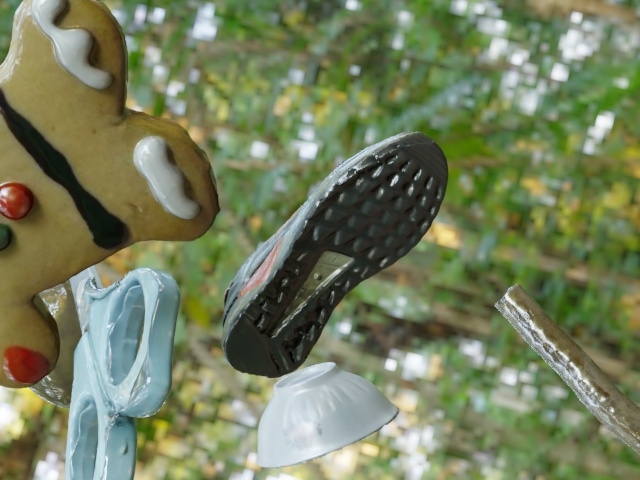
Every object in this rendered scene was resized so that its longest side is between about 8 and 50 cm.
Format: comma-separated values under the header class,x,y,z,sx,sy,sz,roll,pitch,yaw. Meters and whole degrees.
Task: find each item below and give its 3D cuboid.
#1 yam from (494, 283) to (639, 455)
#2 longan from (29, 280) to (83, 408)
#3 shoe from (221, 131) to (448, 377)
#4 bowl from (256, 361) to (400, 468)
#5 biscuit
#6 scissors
class,x,y,z,sx,sy,sz,roll,pitch,yaw
yam,0.295,0.166,1.926,0.045,0.327,0.045,-41,-20,-4
longan,-0.193,0.081,1.478,0.092,0.113,0.113,-49,-30,-44
shoe,0.001,-0.001,1.255,0.194,0.074,0.077,-50,27,11
bowl,-0.006,0.202,2.365,0.086,0.189,0.189,69,-156,-8
biscuit,-0.209,0.000,1.130,0.197,0.301,0.049,54,-169,-16
scissors,-0.162,0.051,1.351,0.360,0.029,0.191,-121,47,-57
